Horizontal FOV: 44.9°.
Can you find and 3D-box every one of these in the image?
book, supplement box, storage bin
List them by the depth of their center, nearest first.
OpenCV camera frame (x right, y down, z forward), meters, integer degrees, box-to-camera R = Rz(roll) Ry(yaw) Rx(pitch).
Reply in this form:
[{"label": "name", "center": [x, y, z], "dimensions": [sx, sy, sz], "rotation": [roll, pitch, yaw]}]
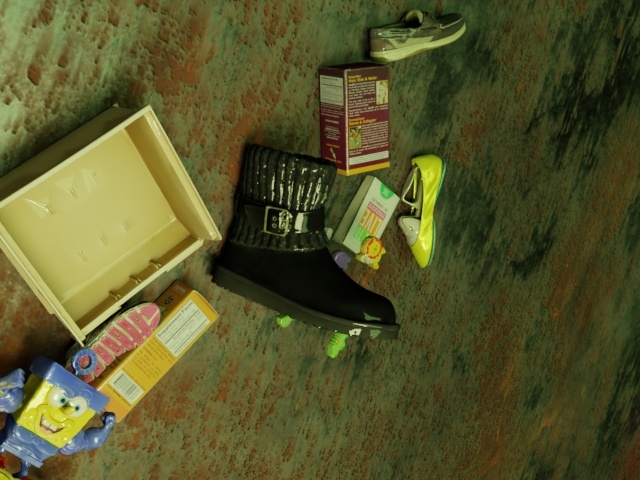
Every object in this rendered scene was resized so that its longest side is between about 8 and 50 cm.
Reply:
[{"label": "storage bin", "center": [-0.317, -0.023, 1.127], "dimensions": [0.262, 0.123, 0.260], "rotation": [-40, 124, -23]}, {"label": "supplement box", "center": [-0.278, 0.174, 1.248], "dimensions": [0.233, 0.078, 0.080], "rotation": [-46, 123, -20]}, {"label": "supplement box", "center": [0.062, -0.221, 1.399], "dimensions": [0.104, 0.081, 0.188], "rotation": [-15, 113, -34]}, {"label": "book", "center": [0.091, -0.042, 1.513], "dimensions": [0.096, 0.035, 0.144], "rotation": [34, 80, -44]}]

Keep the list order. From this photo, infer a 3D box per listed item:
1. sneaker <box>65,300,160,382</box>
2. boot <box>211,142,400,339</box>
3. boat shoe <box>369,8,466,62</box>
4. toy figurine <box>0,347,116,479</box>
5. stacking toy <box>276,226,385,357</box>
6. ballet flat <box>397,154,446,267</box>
[{"label": "sneaker", "center": [-0.327, 0.145, 1.196], "dimensions": [0.170, 0.075, 0.063], "rotation": [-40, 127, -9]}, {"label": "boot", "center": [-0.002, 0.000, 1.267], "dimensions": [0.131, 0.348, 0.260], "rotation": [5, 105, -75]}, {"label": "boat shoe", "center": [0.183, -0.395, 1.446], "dimensions": [0.224, 0.080, 0.073], "rotation": [-27, 124, -25]}, {"label": "toy figurine", "center": [-0.415, 0.222, 1.078], "dimensions": [0.362, 0.191, 0.217], "rotation": [46, 72, -32]}, {"label": "stacking toy", "center": [0.009, 0.079, 1.391], "dimensions": [0.052, 0.167, 0.221], "rotation": [25, 88, -41]}, {"label": "ballet flat", "center": [0.197, -0.062, 1.572], "dimensions": [0.077, 0.077, 0.230], "rotation": [6, 97, -18]}]
